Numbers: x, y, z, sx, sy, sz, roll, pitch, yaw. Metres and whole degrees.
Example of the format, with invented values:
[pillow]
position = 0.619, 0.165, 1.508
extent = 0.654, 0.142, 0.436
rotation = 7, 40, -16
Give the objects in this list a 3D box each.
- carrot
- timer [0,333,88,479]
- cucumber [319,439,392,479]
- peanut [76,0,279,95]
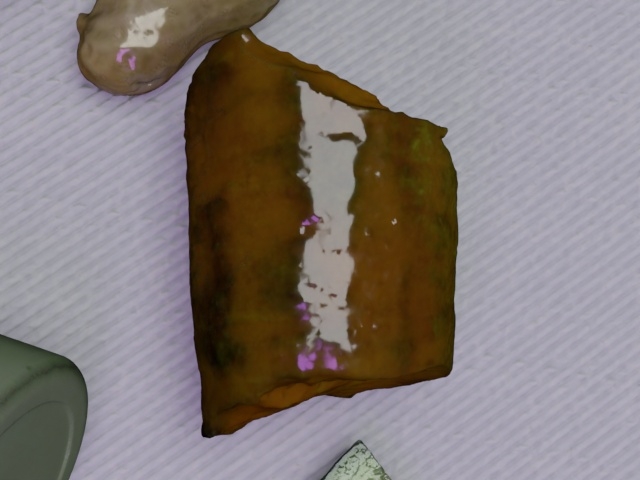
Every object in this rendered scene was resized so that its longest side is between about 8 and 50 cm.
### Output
[carrot]
position = 0.000, 0.000, 1.558
extent = 0.242, 0.241, 0.340
rotation = 0, 87, -12
[timer]
position = -0.395, 0.156, 1.467
extent = 0.315, 0.291, 0.290
rotation = 29, 77, 14
[cucumber]
position = -0.014, 0.306, 1.606
extent = 0.244, 0.063, 0.115
rotation = -43, 86, -13
[peanut]
position = -0.111, -0.227, 1.632
extent = 0.263, 0.101, 0.117
rotation = -32, 110, -14
